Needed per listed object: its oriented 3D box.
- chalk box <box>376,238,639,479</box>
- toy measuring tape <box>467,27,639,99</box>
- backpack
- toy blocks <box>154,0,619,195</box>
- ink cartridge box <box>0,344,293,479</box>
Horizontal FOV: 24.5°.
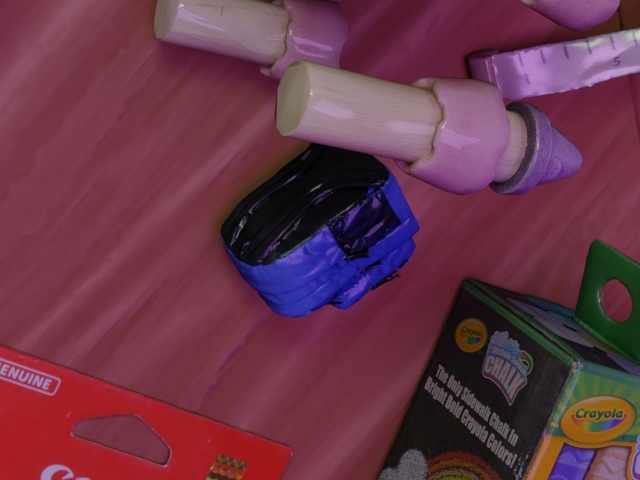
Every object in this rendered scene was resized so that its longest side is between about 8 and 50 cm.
[{"bbox_3d":[0.187,0.148,1.120,0.179,0.180,0.289,19,101,-27],"label":"chalk box"},{"bbox_3d":[0.273,-0.167,1.111,0.330,0.121,0.121,-12,114,5],"label":"toy measuring tape"},{"bbox_3d":[0.000,0.000,1.035,0.120,0.098,0.101,-35,121,-9],"label":"backpack"},{"bbox_3d":[0.092,-0.203,0.888,0.260,0.288,0.309,10,106,-27],"label":"toy blocks"},{"bbox_3d":[-0.171,0.227,1.064,0.275,0.060,0.239,24,99,-28],"label":"ink cartridge box"}]
